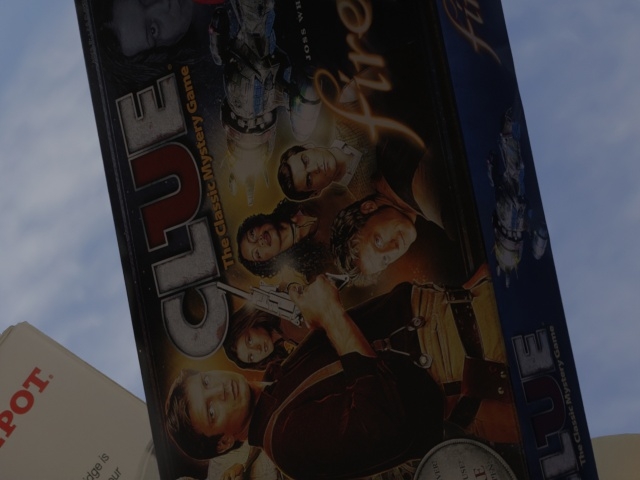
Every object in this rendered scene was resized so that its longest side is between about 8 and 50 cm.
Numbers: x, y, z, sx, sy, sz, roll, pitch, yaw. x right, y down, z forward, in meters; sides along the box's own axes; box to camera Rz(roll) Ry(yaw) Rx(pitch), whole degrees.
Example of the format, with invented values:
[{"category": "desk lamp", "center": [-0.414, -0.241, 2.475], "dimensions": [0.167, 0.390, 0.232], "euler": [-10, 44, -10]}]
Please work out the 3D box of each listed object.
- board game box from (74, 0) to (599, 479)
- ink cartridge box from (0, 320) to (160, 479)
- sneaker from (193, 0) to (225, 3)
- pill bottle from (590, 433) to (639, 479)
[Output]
[{"category": "board game box", "center": [0.000, 0.000, 0.661], "dimensions": [0.165, 0.042, 0.243], "euler": [-16, -97, 40]}, {"category": "ink cartridge box", "center": [-0.123, 0.207, 1.082], "dimensions": [0.197, 0.273, 0.114], "euler": [-55, 180, -24]}, {"category": "sneaker", "center": [-0.085, -0.156, 0.506], "dimensions": [0.118, 0.279, 0.107], "euler": [-38, -143, 16]}, {"category": "pill bottle", "center": [0.146, 0.241, 0.892], "dimensions": [0.162, 0.162, 0.278], "euler": [-27, -143, 41]}]
